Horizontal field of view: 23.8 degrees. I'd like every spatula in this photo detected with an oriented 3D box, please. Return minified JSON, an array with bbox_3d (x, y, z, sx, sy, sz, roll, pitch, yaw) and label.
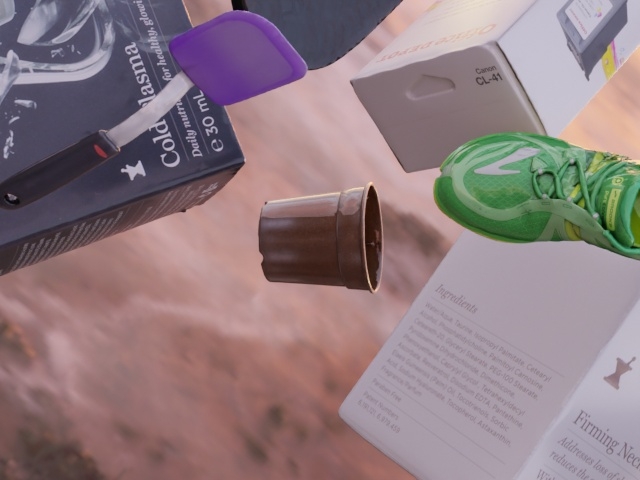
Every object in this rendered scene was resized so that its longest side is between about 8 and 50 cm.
[{"bbox_3d":[-0.153,-0.098,1.245,0.084,0.296,0.030,49,20,-34],"label":"spatula"}]

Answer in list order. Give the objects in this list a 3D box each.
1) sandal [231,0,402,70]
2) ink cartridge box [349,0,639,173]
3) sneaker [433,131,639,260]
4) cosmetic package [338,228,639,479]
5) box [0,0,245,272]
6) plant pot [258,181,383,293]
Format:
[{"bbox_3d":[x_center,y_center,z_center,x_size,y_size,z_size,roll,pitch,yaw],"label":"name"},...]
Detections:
[{"bbox_3d":[0.108,-0.325,1.403,0.167,0.445,0.107,47,-15,-23],"label":"sandal"},{"bbox_3d":[0.212,-0.217,1.602,0.306,0.226,0.131,-46,112,-32],"label":"ink cartridge box"},{"bbox_3d":[0.250,-0.041,1.366,0.296,0.109,0.123,11,-8,8],"label":"sneaker"},{"bbox_3d":[0.309,0.191,1.937,0.329,0.393,0.327,36,-2,-37],"label":"cosmetic package"},{"bbox_3d":[-0.419,-0.213,1.955,0.479,0.472,0.297,68,-18,3],"label":"box"},{"bbox_3d":[0.000,0.000,2.274,0.167,0.165,0.167,-3,90,-78],"label":"plant pot"}]
